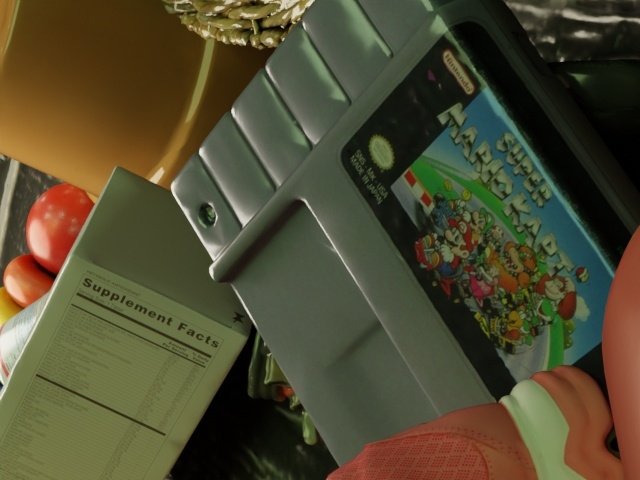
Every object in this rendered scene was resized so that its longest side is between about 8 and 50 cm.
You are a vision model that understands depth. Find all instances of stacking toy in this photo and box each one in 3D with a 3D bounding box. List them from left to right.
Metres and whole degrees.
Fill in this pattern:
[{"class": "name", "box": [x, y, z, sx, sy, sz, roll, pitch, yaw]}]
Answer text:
[{"class": "stacking toy", "box": [-0.274, 0.097, 1.270, 0.141, 0.141, 0.330, 44, 115, 53]}]

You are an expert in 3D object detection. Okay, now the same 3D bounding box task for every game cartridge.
[{"class": "game cartridge", "box": [0.073, 0.047, 0.672, 0.355, 0.068, 0.230, 58, 137, 16]}]

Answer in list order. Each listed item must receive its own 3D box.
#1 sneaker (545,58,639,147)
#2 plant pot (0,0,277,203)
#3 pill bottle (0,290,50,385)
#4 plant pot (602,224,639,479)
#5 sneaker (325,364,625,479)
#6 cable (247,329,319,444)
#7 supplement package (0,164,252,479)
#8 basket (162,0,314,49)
[{"class": "sneaker", "box": [0.096, 0.001, 0.759, 0.281, 0.106, 0.163, -15, 83, 57]}, {"class": "plant pot", "box": [-0.186, -0.167, 1.132, 0.291, 0.203, 0.291, -21, 65, 53]}, {"class": "pill bottle", "box": [-0.190, 0.070, 1.149, 0.160, 0.087, 0.087, -33, 52, 23]}, {"class": "plant pot", "box": [0.211, 0.084, 0.397, 0.275, 0.274, 0.243, -59, 27, 29]}, {"class": "sneaker", "box": [0.073, 0.196, 0.496, 0.116, 0.136, 0.314, 72, -174, -48]}, {"class": "cable", "box": [0.000, 0.000, 0.955, 0.139, 0.072, 0.287, 116, 164, -60]}, {"class": "supplement package", "box": [-0.151, 0.094, 1.027, 0.244, 0.139, 0.134, -58, 10, 29]}, {"class": "basket", "box": [0.024, -0.262, 0.933, 0.299, 0.223, 0.214, -3, 112, 57]}]
